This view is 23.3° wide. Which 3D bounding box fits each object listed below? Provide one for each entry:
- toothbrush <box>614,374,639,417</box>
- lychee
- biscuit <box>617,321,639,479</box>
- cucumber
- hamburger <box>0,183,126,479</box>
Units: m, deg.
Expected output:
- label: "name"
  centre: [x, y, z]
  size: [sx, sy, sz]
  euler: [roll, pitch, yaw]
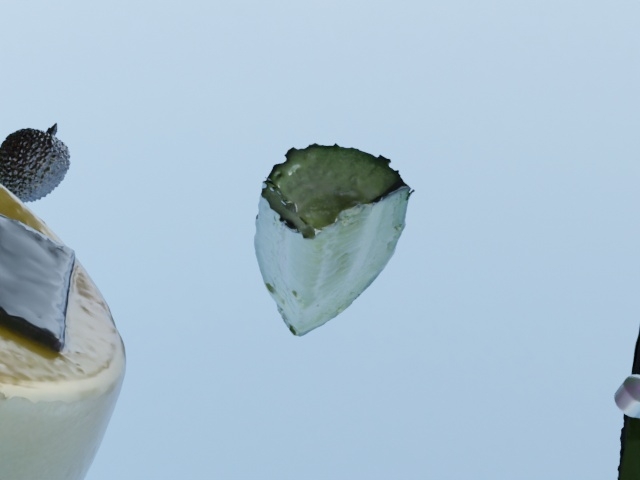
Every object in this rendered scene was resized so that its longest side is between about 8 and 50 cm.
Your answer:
- label: "toothbrush"
  centre: [0.348, 0.140, 1.016]
  size: [0.030, 0.342, 0.025]
  euler: [-87, -162, -47]
- label: "lychee"
  centre: [-0.263, -0.072, 1.410]
  size: [0.068, 0.067, 0.083]
  euler: [40, -75, 52]
- label: "biscuit"
  centre: [0.338, 0.117, 1.466]
  size: [0.099, 0.038, 0.322]
  euler: [-20, -130, 55]
- label: "cucumber"
  centre: [0.001, -0.003, 1.639]
  size: [0.145, 0.325, 0.105]
  euler: [-27, -110, -15]
- label: "hamburger"
  centre: [-0.250, 0.059, 0.811]
  size: [0.176, 0.300, 0.300]
  euler: [-56, -139, 18]
